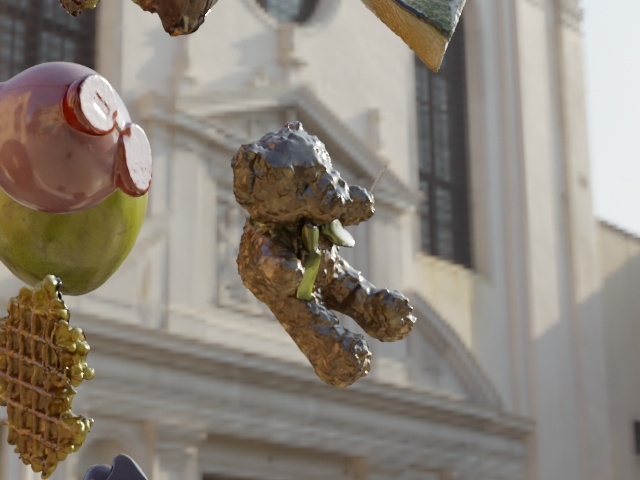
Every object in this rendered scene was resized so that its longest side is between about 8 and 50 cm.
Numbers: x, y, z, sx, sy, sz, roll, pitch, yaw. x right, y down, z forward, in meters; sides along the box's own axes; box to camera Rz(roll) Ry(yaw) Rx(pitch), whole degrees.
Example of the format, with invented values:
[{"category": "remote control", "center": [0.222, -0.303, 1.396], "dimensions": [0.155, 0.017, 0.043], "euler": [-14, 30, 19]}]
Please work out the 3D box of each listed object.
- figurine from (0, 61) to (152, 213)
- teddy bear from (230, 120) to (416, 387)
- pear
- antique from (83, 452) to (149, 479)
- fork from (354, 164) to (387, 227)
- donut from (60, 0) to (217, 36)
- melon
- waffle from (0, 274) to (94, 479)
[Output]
[{"category": "figurine", "center": [-0.288, -0.111, 1.675], "dimensions": [0.173, 0.173, 0.173], "euler": [-1, -16, 0]}, {"category": "teddy bear", "center": [0.008, 0.005, 1.984], "dimensions": [0.246, 0.296, 0.222], "euler": [-41, -13, -44]}, {"category": "pear", "center": [-0.372, -0.065, 2.221], "dimensions": [0.253, 0.253, 0.307], "euler": [5, -51, -20]}, {"category": "antique", "center": [-0.288, 0.456, 2.502], "dimensions": [0.257, 0.121, 0.143], "euler": [31, -38, 14]}, {"category": "fork", "center": [0.078, -0.073, 2.489], "dimensions": [0.012, 0.115, 0.016], "euler": [18, 18, -34]}, {"category": "donut", "center": [-0.184, -0.315, 1.537], "dimensions": [0.230, 0.216, 0.096], "euler": [5, 27, 35]}, {"category": "melon", "center": [0.094, -0.245, 1.462], "dimensions": [0.139, 0.202, 0.093], "euler": [-33, -35, -17]}, {"category": "waffle", "center": [-0.355, 0.178, 1.961], "dimensions": [0.051, 0.229, 0.231], "euler": [-6, -31, -38]}]
